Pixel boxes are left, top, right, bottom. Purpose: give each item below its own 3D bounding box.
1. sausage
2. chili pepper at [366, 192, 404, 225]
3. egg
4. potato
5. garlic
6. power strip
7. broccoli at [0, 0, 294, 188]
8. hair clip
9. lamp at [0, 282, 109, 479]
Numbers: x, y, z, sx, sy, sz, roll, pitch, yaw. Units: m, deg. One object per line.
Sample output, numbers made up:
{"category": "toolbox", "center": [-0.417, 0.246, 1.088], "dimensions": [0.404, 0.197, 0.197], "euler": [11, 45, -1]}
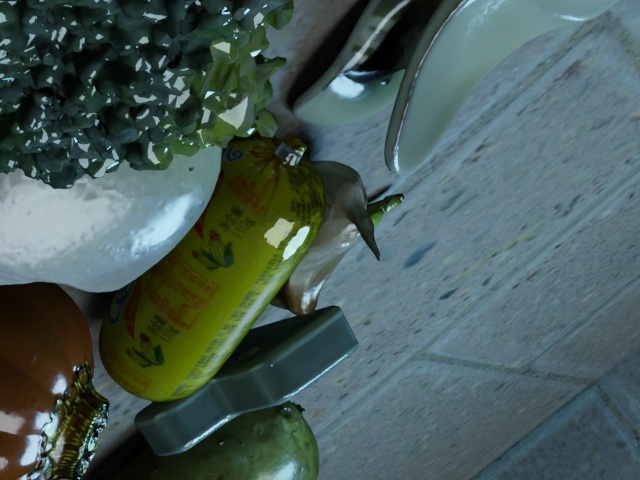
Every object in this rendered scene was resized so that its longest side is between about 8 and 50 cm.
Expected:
{"category": "sausage", "center": [-0.101, 0.029, 1.232], "dimensions": [0.123, 0.123, 0.347], "euler": [-12, 148, -44]}
{"category": "chili pepper", "center": [0.000, 0.000, 1.438], "dimensions": [0.208, 0.043, 0.049], "euler": [-26, 132, -33]}
{"category": "egg", "center": [-0.151, -0.054, 0.856], "dimensions": [0.206, 0.161, 0.271], "euler": [-58, 172, 19]}
{"category": "potato", "center": [-0.136, 0.300, 1.666], "dimensions": [0.307, 0.173, 0.210], "euler": [-33, 160, 0]}
{"category": "garlic", "center": [0.003, -0.012, 1.271], "dimensions": [0.090, 0.129, 0.198], "euler": [-2, 163, -29]}
{"category": "power strip", "center": [-0.097, 0.146, 1.398], "dimensions": [0.193, 0.059, 0.265], "euler": [-34, -173, -34]}
{"category": "broccoli", "center": [-0.076, -0.195, 0.609], "dimensions": [0.353, 0.275, 0.397], "euler": [-49, -177, 27]}
{"category": "hair clip", "center": [0.108, -0.170, 1.170], "dimensions": [0.282, 0.113, 0.172], "euler": [-45, 157, 10]}
{"category": "lamp", "center": [-0.269, 0.127, 1.091], "dimensions": [0.223, 0.196, 0.223], "euler": [19, 90, -85]}
